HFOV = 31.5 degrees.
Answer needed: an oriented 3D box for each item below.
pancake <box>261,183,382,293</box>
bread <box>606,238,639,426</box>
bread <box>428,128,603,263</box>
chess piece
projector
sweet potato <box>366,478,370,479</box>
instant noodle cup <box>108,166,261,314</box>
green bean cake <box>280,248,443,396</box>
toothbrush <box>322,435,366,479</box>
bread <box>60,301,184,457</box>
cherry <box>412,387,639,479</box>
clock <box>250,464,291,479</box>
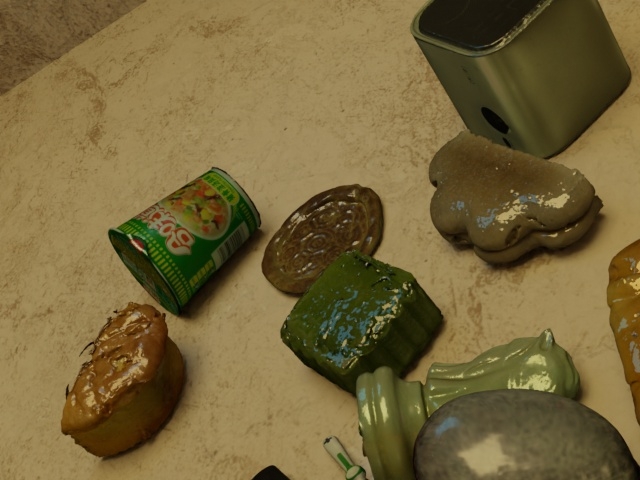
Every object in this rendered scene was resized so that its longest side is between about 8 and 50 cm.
[{"bbox_3d":[0.001,0.000,2.012,0.250,0.031,0.250,-22,40,20],"label":"pancake"},{"bbox_3d":[0.462,0.113,1.435,0.166,0.132,0.294,-26,39,25],"label":"bread"},{"bbox_3d":[0.278,-0.062,1.797,0.183,0.102,0.337,-45,36,-12],"label":"bread"},{"bbox_3d":[0.204,0.229,1.525,0.298,0.176,0.176,-15,40,7],"label":"chess piece"},{"bbox_3d":[0.336,-0.321,1.908,0.248,0.249,0.248,-44,37,-9],"label":"projector"},{"bbox_3d":[-0.011,0.437,1.495,0.310,0.098,0.124,-47,30,-20],"label":"sweet potato"},{"bbox_3d":[-0.239,-0.011,2.099,0.232,0.207,0.207,-40,36,-18],"label":"instant noodle cup"},{"bbox_3d":[0.058,0.129,1.756,0.200,0.113,0.214,-49,39,-17],"label":"green bean cake"},{"bbox_3d":[0.045,0.317,1.552,0.030,0.030,0.304,-40,15,-5],"label":"toothbrush"},{"bbox_3d":[-0.313,0.237,1.914,0.147,0.160,0.261,3,48,30],"label":"bread"},{"bbox_3d":[0.231,0.300,1.340,0.296,0.218,0.255,-16,64,11],"label":"cherry"},{"bbox_3d":[-0.131,0.431,1.549,0.273,0.049,0.279,-45,12,-11],"label":"clock"}]
